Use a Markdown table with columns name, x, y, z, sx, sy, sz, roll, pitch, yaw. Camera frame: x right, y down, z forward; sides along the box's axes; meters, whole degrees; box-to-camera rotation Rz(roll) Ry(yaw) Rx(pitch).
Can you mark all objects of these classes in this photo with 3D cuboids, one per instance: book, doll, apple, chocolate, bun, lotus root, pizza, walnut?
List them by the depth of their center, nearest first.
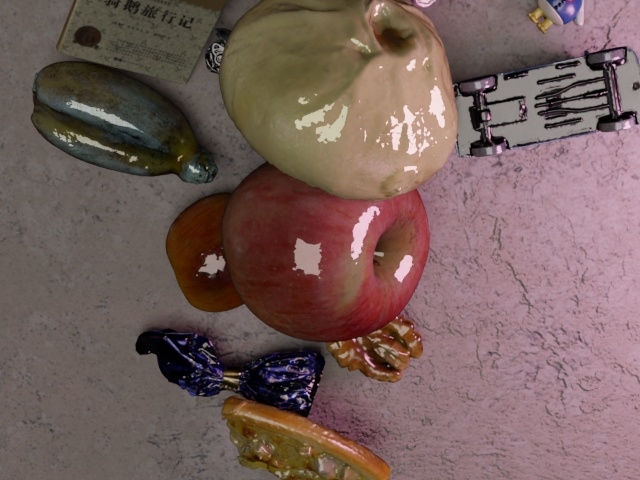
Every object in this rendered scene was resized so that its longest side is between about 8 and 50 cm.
| name | x | y | z | sx | sy | sz | roll | pitch | yaw |
| --- | --- | --- | --- | --- | --- | --- | --- | --- | --- |
| bun | 0.048 | -0.239 | 1.372 | 0.364 | 0.364 | 0.202 | 30 | 138 | -5 |
| book | -0.248 | -0.377 | 1.467 | 0.217 | 0.021 | 0.310 | 12 | 134 | -27 |
| doll | 0.386 | -0.380 | 1.497 | 0.143 | 0.057 | 0.099 | -39 | 97 | 10 |
| apple | 0.000 | 0.000 | 1.520 | 0.269 | 0.345 | 0.344 | 12 | 112 | 34 |
| lotus root | -0.312 | -0.187 | 1.579 | 0.322 | 0.140 | 0.158 | 22 | 126 | -8 |
| apple | -0.167 | 0.023 | 1.637 | 0.173 | 0.160 | 0.195 | -25 | 112 | -10 |
| walnut | 0.090 | 0.169 | 1.695 | 0.170 | 0.069 | 0.143 | 38 | 106 | -9 |
| pizza | -0.051 | 0.374 | 1.701 | 0.323 | 0.089 | 0.223 | 27 | 146 | -13 |
| chocolate | -0.167 | 0.235 | 1.719 | 0.343 | 0.126 | 0.148 | 10 | 150 | 5 |

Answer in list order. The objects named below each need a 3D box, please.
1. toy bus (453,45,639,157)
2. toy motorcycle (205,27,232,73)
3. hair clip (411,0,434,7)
| name | x | y | z | sx | sy | sz | roll | pitch | yaw |
| --- | --- | --- | --- | --- | --- | --- | --- | --- | --- |
| toy bus | 0.348 | -0.216 | 1.513 | 0.292 | 0.133 | 0.125 | -11 | 102 | 11 |
| toy motorcycle | -0.060 | -0.258 | 1.561 | 0.157 | 0.091 | 0.263 | -41 | 102 | 8 |
| hair clip | 0.238 | -0.444 | 1.447 | 0.257 | 0.075 | 0.146 | -28 | 143 | 6 |
